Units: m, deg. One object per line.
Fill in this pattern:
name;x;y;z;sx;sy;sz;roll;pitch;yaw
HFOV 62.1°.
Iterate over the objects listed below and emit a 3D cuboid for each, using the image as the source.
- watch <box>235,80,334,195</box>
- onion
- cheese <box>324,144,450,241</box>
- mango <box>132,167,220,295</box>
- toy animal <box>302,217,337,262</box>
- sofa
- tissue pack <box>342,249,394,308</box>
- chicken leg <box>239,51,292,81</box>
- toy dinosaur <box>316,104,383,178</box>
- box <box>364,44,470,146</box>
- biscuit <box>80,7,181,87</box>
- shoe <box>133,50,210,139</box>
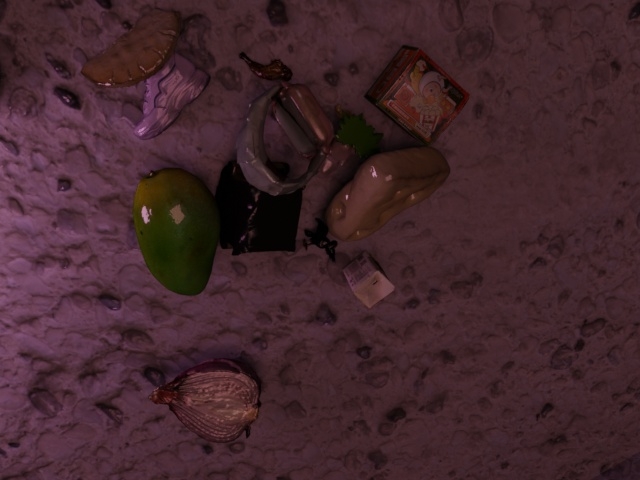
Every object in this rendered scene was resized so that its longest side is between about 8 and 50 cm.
watch;-0.105;-0.247;1.354;0.241;0.161;0.253;-35;94;-24
onion;-0.363;0.476;1.687;0.348;0.159;0.267;23;96;-20
cheese;0.202;-0.135;1.531;0.328;0.130;0.351;-17;158;-34
mango;-0.380;-0.016;1.446;0.225;0.201;0.382;-11;118;-15
toy animal;0.000;0.000;1.579;0.107;0.062;0.220;0;144;18
sofa;-0.174;-0.094;1.495;0.199;0.182;0.259;-3;115;-28
tissue pack;0.145;0.119;1.629;0.106;0.149;0.099;-41;114;9
chicken leg;-0.143;-0.450;1.390;0.144;0.037;0.062;7;90;-14
toy dinosaur;0.077;-0.258;1.468;0.152;0.177;0.194;24;79;-20
box;0.257;-0.388;1.429;0.194;0.148;0.177;34;102;-22
biscuit;-0.446;-0.450;1.291;0.289;0.038;0.141;-34;75;5
shoe;-0.406;-0.370;1.349;0.245;0.095;0.137;-44;110;6
